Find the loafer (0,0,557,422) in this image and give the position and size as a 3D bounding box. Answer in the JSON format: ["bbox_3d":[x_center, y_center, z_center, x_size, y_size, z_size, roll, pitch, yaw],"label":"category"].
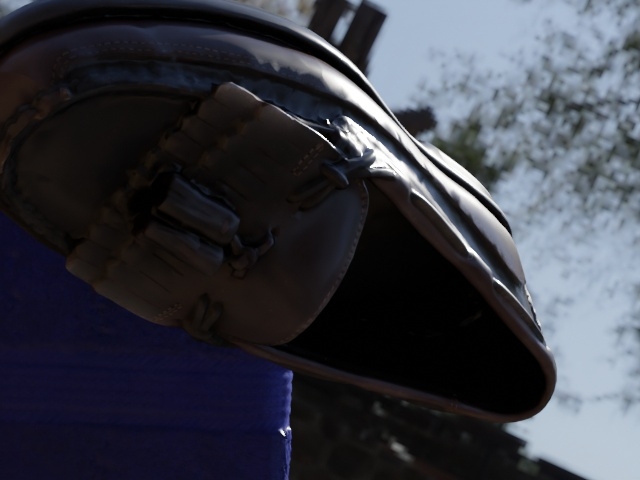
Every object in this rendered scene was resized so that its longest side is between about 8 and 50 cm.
[{"bbox_3d":[0.000,0.000,0.572,0.302,0.109,0.095,23,28,-52],"label":"loafer"}]

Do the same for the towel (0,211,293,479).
[{"bbox_3d":[-0.128,0.104,0.922,0.227,0.308,0.076,4,0,-14],"label":"towel"}]
